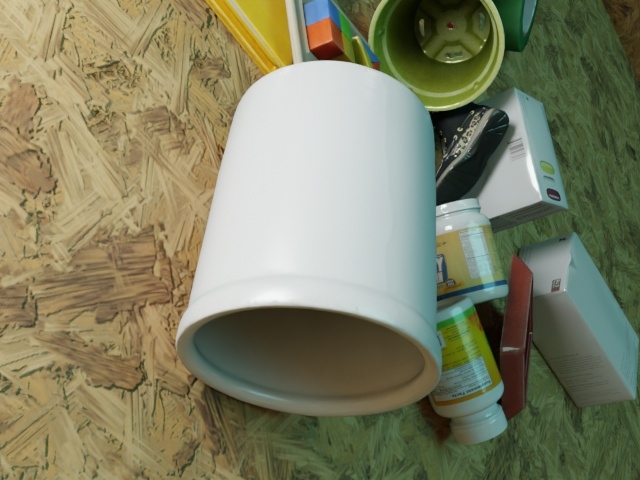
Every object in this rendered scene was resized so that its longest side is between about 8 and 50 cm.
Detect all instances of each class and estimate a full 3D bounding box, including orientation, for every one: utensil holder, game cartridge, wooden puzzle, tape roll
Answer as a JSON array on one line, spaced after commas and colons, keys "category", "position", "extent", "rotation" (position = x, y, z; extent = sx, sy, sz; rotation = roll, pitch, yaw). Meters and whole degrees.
[{"category": "utensil holder", "position": [0.000, 0.000, 1.052], "extent": [0.327, 0.327, 0.385], "rotation": [36, 46, -37]}, {"category": "game cartridge", "position": [-0.107, -0.478, 1.356], "extent": [0.285, 0.052, 0.324], "rotation": [50, 39, -25]}, {"category": "wooden puzzle", "position": [0.049, -0.266, 1.366], "extent": [0.322, 0.080, 0.348], "rotation": [31, 51, -59]}, {"category": "tape roll", "position": [0.539, -0.678, 2.092], "extent": [0.321, 0.077, 0.321], "rotation": [14, 90, -71]}]

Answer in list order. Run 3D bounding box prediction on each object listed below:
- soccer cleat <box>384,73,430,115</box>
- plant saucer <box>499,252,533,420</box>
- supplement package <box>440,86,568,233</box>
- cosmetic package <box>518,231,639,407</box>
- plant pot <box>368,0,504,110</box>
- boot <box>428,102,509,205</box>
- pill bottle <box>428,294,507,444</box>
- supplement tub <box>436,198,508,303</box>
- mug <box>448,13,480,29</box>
[{"category": "soccer cleat", "position": [0.173, -0.274, 1.572], "extent": [0.196, 0.068, 0.076], "rotation": [35, 30, -60]}, {"category": "plant saucer", "position": [0.409, 0.204, 1.594], "extent": [0.258, 0.047, 0.259], "rotation": [75, 25, -44]}, {"category": "supplement package", "position": [0.405, -0.170, 1.721], "extent": [0.145, 0.204, 0.262], "rotation": [8, 67, -50]}, {"category": "cosmetic package", "position": [0.622, 0.197, 1.871], "extent": [0.385, 0.156, 0.217], "rotation": [52, 40, -20]}, {"category": "plant pot", "position": [0.266, -0.444, 1.655], "extent": [0.276, 0.276, 0.254], "rotation": [60, 27, -13]}, {"category": "boot", "position": [0.280, -0.203, 1.661], "extent": [0.085, 0.236, 0.178], "rotation": [26, 13, -38]}, {"category": "pill bottle", "position": [0.250, 0.236, 1.399], "extent": [0.136, 0.136, 0.246], "rotation": [-23, 92, -53]}, {"category": "supplement tub", "position": [0.277, 0.030, 1.521], "extent": [0.144, 0.144, 0.200], "rotation": [-3, 76, -52]}, {"category": "mug", "position": [0.311, -0.600, 1.877], "extent": [0.169, 0.150, 0.113], "rotation": [61, 19, -46]}]
